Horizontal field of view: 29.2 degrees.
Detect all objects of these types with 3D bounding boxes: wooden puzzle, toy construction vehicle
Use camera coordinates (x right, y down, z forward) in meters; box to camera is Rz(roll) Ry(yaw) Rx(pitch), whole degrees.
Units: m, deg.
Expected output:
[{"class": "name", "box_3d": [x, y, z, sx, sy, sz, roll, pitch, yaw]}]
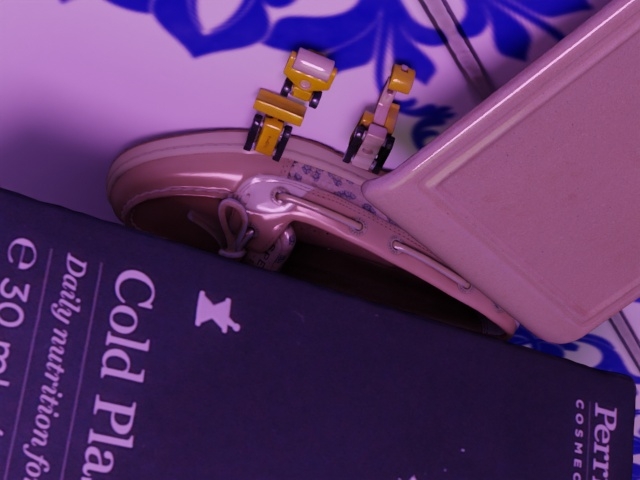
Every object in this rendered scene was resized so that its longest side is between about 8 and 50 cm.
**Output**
[{"class": "wooden puzzle", "box_3d": [0.172, -0.047, 0.703, 0.238, 0.044, 0.221, -34, 136, 20]}, {"class": "toy construction vehicle", "box_3d": [0.005, -0.080, 0.728, 0.085, 0.035, 0.098, 19, 146, -4]}]

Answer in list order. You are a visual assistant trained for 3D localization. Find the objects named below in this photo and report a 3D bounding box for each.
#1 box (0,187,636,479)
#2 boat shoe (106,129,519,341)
[{"class": "box", "box_3d": [-0.081, 0.278, 0.758, 0.471, 0.480, 0.297, 18, 159, -30]}, {"class": "boat shoe", "box_3d": [0.000, 0.000, 0.801, 0.285, 0.089, 0.105, 9, 150, -8]}]
